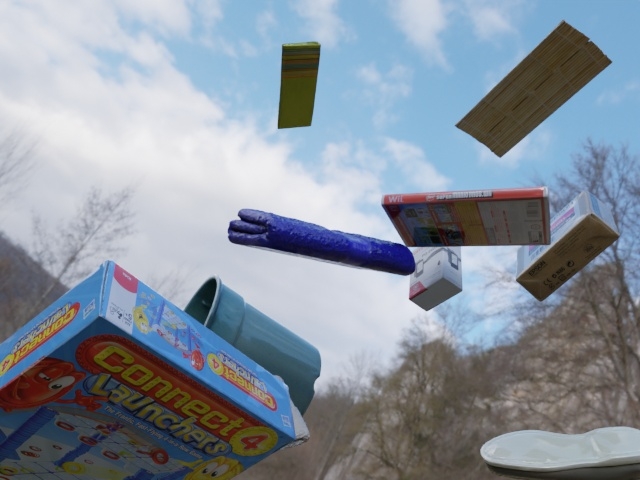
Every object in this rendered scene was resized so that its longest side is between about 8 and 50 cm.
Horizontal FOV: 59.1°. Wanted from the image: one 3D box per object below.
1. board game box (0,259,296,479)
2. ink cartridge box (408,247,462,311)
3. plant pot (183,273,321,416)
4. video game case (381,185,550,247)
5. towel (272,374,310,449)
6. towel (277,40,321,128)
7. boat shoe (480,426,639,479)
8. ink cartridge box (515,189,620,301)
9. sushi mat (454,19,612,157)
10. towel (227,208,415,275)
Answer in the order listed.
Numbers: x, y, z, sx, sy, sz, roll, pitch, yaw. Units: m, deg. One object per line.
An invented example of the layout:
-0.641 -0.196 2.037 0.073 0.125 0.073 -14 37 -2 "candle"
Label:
-0.241 0.214 0.670 0.302 0.086 0.308 -35 -54 14 "board game box"
0.257 0.066 1.264 0.063 0.150 0.109 32 -48 -20 "ink cartridge box"
-0.202 0.312 1.420 0.334 0.341 0.341 31 -24 -19 "plant pot"
0.278 -0.038 1.059 0.285 0.025 0.204 -1 -24 22 "video game case"
-0.179 0.367 1.137 0.187 0.282 0.049 -129 -139 -52 "towel"
-0.060 -0.405 1.486 0.021 0.102 0.237 -117 -154 -44 "towel"
0.463 0.421 1.066 0.305 0.109 0.091 -8 -71 13 "boat shoe"
0.578 0.010 1.342 0.088 0.193 0.235 40 -62 1 "ink cartridge box"
0.463 -0.323 1.248 0.151 0.019 0.316 32 -52 -18 "sushi mat"
0.000 0.000 1.062 0.308 0.076 0.227 13 -5 -29 "towel"
